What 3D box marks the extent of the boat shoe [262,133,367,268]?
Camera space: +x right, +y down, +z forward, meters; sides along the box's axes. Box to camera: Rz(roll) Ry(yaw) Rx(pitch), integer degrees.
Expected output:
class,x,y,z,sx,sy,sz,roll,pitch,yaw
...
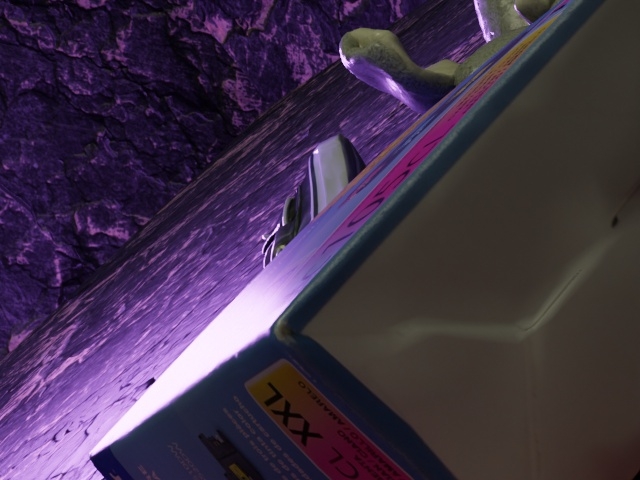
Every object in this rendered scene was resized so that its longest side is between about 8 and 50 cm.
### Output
class,x,y,z,sx,sy,sz,roll,pitch,yaw
boat shoe,0.000,0.000,1.670,0.119,0.121,0.335,-33,12,12

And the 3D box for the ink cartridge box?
class,x,y,z,sx,sy,sz,roll,pitch,yaw
ink cartridge box,0.051,0.044,0.920,0.270,0.151,0.395,-46,2,-24

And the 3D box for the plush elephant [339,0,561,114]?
class,x,y,z,sx,sy,sz,roll,pitch,yaw
plush elephant,0.170,-0.115,1.147,0.330,0.272,0.255,-66,-15,20
